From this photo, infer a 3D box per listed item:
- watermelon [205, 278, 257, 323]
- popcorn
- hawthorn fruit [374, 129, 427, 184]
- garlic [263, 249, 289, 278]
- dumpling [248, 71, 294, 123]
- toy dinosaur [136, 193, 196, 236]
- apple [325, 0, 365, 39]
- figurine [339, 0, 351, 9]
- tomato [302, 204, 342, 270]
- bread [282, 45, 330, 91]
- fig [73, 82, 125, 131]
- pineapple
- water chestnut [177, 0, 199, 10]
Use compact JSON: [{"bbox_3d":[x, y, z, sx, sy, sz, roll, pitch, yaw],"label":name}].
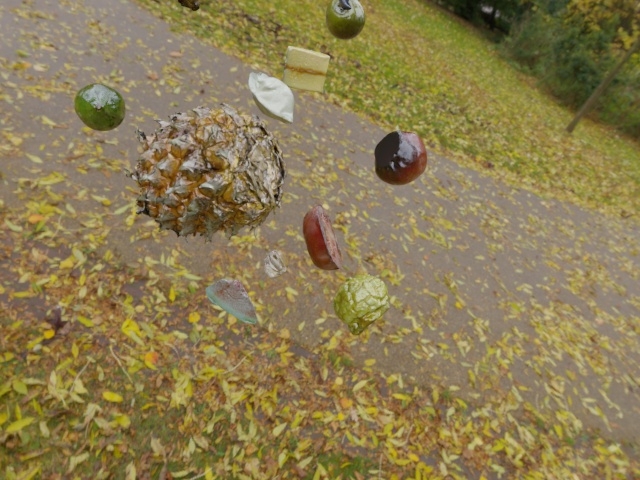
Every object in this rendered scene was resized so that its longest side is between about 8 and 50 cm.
[{"bbox_3d":[-0.248,0.175,1.192,0.180,0.094,0.081,53,45,-28],"label":"watermelon"},{"bbox_3d":[0.167,0.269,1.659,0.236,0.252,0.206,-8,12,5],"label":"popcorn"},{"bbox_3d":[0.325,-0.326,1.601,0.215,0.215,0.249,41,32,17],"label":"hawthorn fruit"},{"bbox_3d":[-0.163,0.089,1.437,0.094,0.074,0.113,42,39,4],"label":"garlic"},{"bbox_3d":[-0.153,-0.431,1.201,0.155,0.111,0.181,8,23,-47],"label":"dumpling"},{"bbox_3d":[-0.542,-0.123,1.431,0.207,0.432,0.097,20,74,-11],"label":"toy dinosaur"},{"bbox_3d":[0.114,-1.061,1.905,0.196,0.197,0.157,35,8,10],"label":"apple"},{"bbox_3d":[0.100,-0.894,1.349,0.196,0.175,0.265,23,55,22],"label":"figurine"},{"bbox_3d":[-0.002,0.000,1.262,0.084,0.225,0.225,-15,39,10],"label":"tomato"},{"bbox_3d":[-0.061,-0.716,1.700,0.163,0.168,0.264,13,25,-1],"label":"bread"},{"bbox_3d":[-0.572,-0.349,1.038,0.123,0.123,0.156,9,2,-24],"label":"fig"},{"bbox_3d":[-0.260,-0.161,0.995,0.299,0.353,0.352,-2,24,30],"label":"pineapple"},{"bbox_3d":[-0.274,-0.549,0.624,0.334,0.347,0.335,-2,43,2],"label":"water chestnut"}]
